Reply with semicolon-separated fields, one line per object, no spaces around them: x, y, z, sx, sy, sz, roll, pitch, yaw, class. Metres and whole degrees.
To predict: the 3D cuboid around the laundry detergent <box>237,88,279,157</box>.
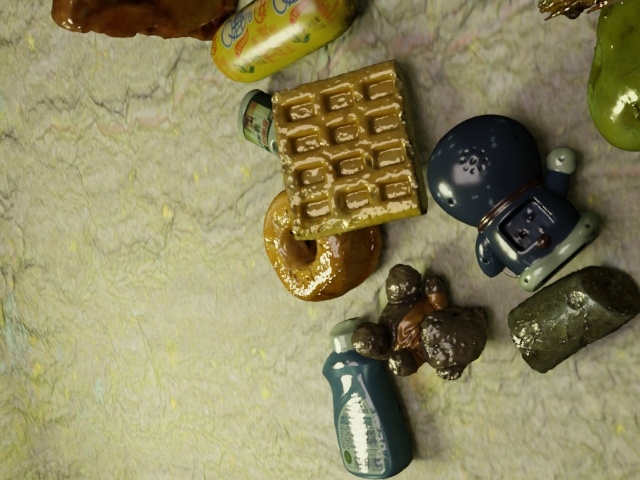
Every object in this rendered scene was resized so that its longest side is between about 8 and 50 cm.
-0.052;-0.189;1.304;0.225;0.070;0.099;31;116;32;laundry detergent

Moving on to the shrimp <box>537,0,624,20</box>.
0.304;-0.302;0.712;0.145;0.061;0.267;39;153;-10;shrimp

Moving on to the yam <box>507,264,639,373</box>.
0.340;0.105;1.006;0.183;0.107;0.107;-44;73;41;yam

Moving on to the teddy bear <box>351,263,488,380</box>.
0.171;0.145;1.165;0.190;0.177;0.140;17;160;40;teddy bear

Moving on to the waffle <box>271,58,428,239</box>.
0.043;-0.137;1.153;0.221;0.055;0.248;-11;85;22;waffle

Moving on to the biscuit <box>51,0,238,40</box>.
-0.257;-0.526;1.196;0.166;0.342;0.395;54;131;22;biscuit

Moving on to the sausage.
-0.066;-0.355;1.219;0.347;0.123;0.123;-16;93;47;sausage

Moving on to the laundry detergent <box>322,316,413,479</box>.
0.076;0.281;1.334;0.143;0.094;0.290;-8;95;51;laundry detergent

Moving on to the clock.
0.257;-0.063;0.995;0.199;0.146;0.243;-44;74;18;clock

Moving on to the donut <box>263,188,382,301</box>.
-0.002;-0.001;1.289;0.226;0.113;0.227;18;116;41;donut

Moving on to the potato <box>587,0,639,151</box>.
0.392;-0.217;0.810;0.253;0.148;0.186;113;150;-42;potato
